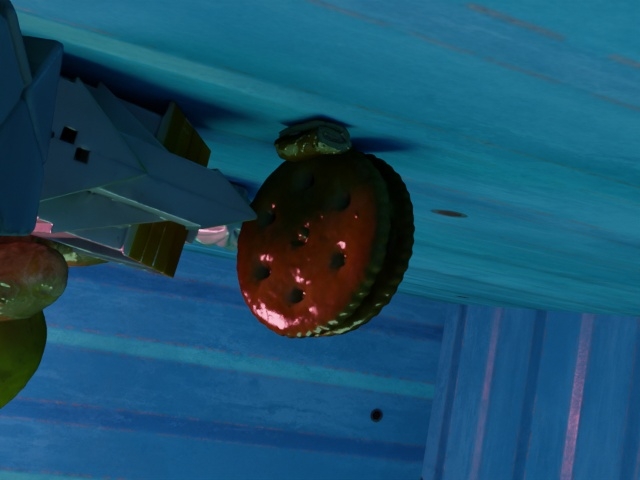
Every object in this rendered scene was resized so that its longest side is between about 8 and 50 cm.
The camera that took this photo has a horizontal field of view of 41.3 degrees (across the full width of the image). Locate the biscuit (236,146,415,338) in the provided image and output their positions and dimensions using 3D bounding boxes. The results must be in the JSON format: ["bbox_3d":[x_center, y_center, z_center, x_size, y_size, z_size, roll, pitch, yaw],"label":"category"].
[{"bbox_3d":[0.000,0.000,0.917,0.220,0.221,0.066,4,168,44],"label":"biscuit"}]

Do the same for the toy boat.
[{"bbox_3d":[-0.185,-0.040,1.385,0.199,0.100,0.290,12,175,-25],"label":"toy boat"}]

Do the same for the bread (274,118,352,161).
[{"bbox_3d":[-0.009,-0.099,0.849,0.047,0.036,0.083,4,177,-35],"label":"bread"}]

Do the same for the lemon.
[{"bbox_3d":[-0.586,0.148,1.358,0.297,0.297,0.297,10,174,1],"label":"lemon"}]

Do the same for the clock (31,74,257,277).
[{"bbox_3d":[-0.234,-0.073,0.876,0.309,0.166,0.235,23,168,-33],"label":"clock"}]

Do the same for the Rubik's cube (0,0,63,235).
[{"bbox_3d":[-0.284,-0.097,0.466,0.213,0.224,0.265,10,180,6],"label":"Rubik's cube"}]

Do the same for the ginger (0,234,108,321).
[{"bbox_3d":[-0.437,0.015,1.070,0.348,0.122,0.363,2,-160,4],"label":"ginger"}]
